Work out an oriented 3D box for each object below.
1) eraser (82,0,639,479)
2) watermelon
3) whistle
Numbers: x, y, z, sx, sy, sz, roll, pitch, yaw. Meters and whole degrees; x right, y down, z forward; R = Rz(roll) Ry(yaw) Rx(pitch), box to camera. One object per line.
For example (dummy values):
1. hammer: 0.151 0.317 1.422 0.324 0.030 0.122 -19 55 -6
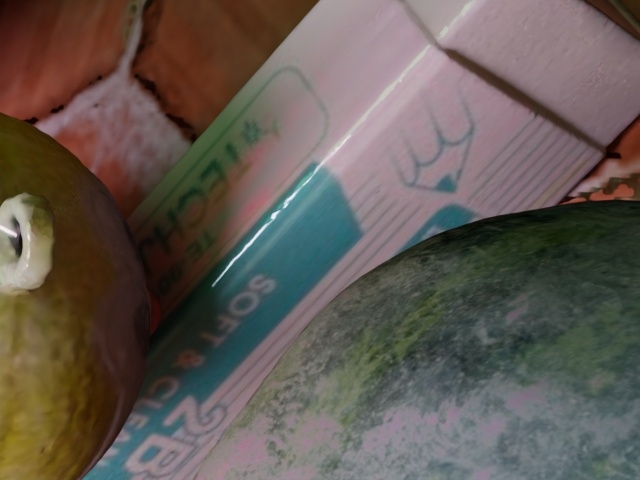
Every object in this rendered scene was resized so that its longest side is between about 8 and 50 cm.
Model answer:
1. eraser: 0.000 0.000 0.553 0.225 0.095 0.052 -46 49 17
2. watermelon: 0.053 0.126 0.391 0.188 0.175 0.322 -6 71 58
3. whistle: -0.119 0.035 0.522 0.223 0.123 0.123 -35 53 52
